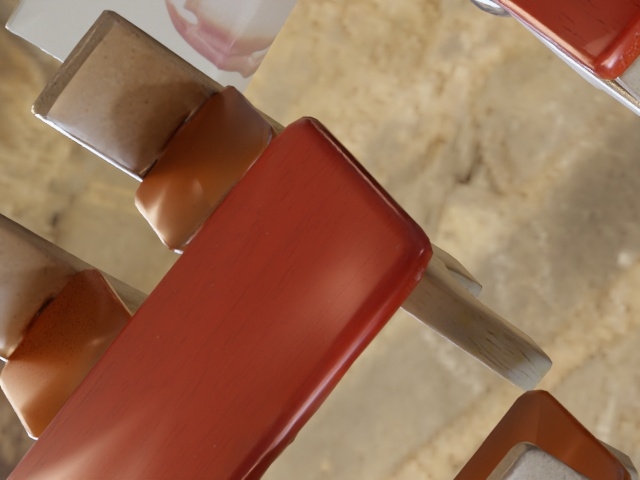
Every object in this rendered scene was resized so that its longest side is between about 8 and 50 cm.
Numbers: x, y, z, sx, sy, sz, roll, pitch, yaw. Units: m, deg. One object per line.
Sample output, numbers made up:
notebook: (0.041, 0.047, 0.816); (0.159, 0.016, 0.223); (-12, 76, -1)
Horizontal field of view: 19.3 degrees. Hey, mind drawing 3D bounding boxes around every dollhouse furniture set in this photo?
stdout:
dollhouse furniture set: (0.000, 0.000, 0.491); (0.259, 0.135, 0.262); (-52, -142, 7)

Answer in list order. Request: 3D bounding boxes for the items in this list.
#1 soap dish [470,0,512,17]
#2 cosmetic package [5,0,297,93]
soap dish: (0.163, -0.128, 0.651); (0.291, 0.229, 0.118); (24, -100, 19)
cosmetic package: (-0.047, -0.223, 1.134); (0.296, 0.129, 0.153); (-58, 178, 11)
